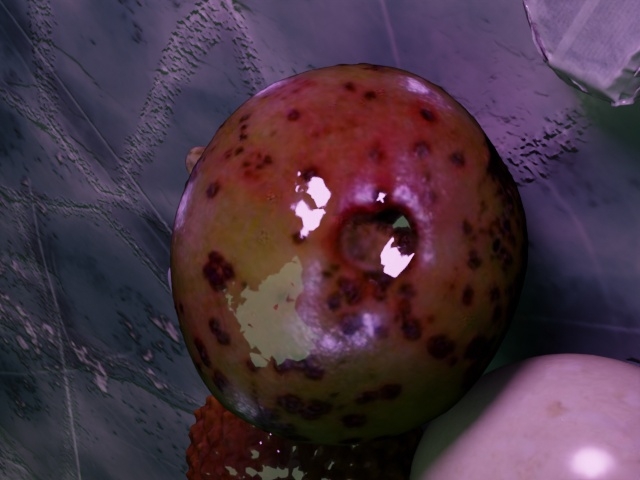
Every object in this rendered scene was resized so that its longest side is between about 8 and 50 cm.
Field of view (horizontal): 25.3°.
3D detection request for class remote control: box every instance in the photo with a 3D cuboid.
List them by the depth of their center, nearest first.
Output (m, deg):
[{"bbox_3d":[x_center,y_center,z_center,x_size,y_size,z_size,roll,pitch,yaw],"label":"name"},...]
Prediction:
[{"bbox_3d":[0.173,-0.156,0.714,0.104,0.052,0.247,42,151,11],"label":"remote control"}]

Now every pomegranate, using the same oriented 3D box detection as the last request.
[{"bbox_3d":[-0.006,0.016,0.944,0.242,0.242,0.306,55,150,-12],"label":"pomegranate"}]

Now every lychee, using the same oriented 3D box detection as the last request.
[{"bbox_3d":[-0.014,0.188,1.186,0.200,0.200,0.238,45,134,4],"label":"lychee"}]

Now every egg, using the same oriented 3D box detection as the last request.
[{"bbox_3d":[0.166,0.168,0.947,0.253,0.186,0.186,-7,120,51],"label":"egg"}]

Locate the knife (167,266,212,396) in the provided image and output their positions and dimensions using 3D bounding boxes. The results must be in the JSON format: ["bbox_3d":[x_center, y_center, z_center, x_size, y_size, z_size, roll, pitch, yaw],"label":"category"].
[{"bbox_3d":[-0.094,0.126,1.358,0.080,0.044,0.331,28,147,28],"label":"knife"}]
